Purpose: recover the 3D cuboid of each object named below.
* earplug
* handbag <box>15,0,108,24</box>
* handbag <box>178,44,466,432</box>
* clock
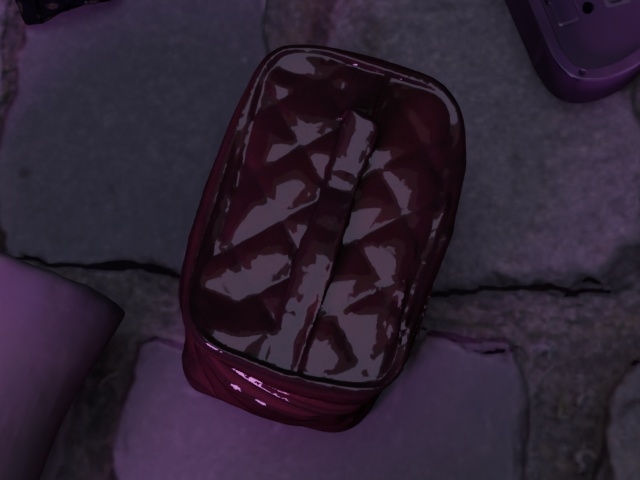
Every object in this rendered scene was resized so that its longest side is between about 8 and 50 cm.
[{"bbox_3d":[-0.242,0.154,0.768,0.172,0.172,0.301,16,78,6],"label":"earplug"},{"bbox_3d":[-0.196,-0.223,0.900,0.072,0.139,0.115,-19,72,2],"label":"handbag"},{"bbox_3d":[0.000,0.000,0.824,0.146,0.135,0.225,18,71,2],"label":"handbag"},{"bbox_3d":[0.185,-0.173,0.925,0.110,0.050,0.153,-18,72,-5],"label":"clock"}]
